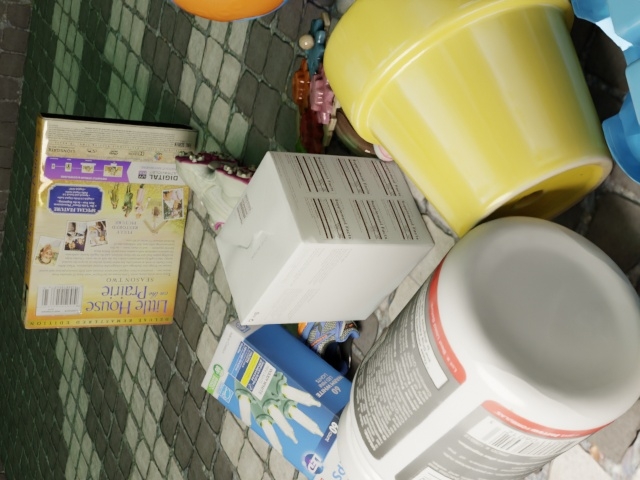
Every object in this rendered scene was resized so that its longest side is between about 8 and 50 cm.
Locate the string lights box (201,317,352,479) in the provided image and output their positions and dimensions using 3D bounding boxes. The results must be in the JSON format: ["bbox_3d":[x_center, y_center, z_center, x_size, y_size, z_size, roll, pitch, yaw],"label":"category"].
[{"bbox_3d":[-0.036,0.228,1.257,0.259,0.076,0.133,37,125,18],"label":"string lights box"}]

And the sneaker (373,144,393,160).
[{"bbox_3d":[0.096,-0.179,1.174,0.070,0.051,0.134,-26,71,53],"label":"sneaker"}]

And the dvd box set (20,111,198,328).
[{"bbox_3d":[-0.419,-0.032,1.755,0.062,0.307,0.421,34,119,56],"label":"dvd box set"}]

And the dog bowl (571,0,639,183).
[{"bbox_3d":[0.324,-0.186,0.787,0.166,0.074,0.297,-30,65,54],"label":"dog bowl"}]

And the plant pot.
[{"bbox_3d":[0.163,-0.135,0.894,0.254,0.254,0.239,-47,61,47],"label":"plant pot"}]

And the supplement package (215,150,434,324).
[{"bbox_3d":[0.000,0.000,1.182,0.194,0.203,0.149,-52,48,44],"label":"supplement package"}]

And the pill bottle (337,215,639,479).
[{"bbox_3d":[0.152,0.153,0.916,0.363,0.210,0.210,121,137,-53],"label":"pill bottle"}]

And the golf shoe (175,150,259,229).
[{"bbox_3d":[-0.179,-0.080,1.557,0.306,0.115,0.140,28,117,56],"label":"golf shoe"}]

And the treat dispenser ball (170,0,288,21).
[{"bbox_3d":[-0.139,-0.473,1.320,0.288,0.288,0.288,0,90,58],"label":"treat dispenser ball"}]

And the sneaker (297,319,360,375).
[{"bbox_3d":[-0.003,0.188,1.308,0.087,0.083,0.221,43,129,40],"label":"sneaker"}]

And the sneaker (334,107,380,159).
[{"bbox_3d":[0.051,-0.198,1.228,0.071,0.066,0.188,-53,48,44],"label":"sneaker"}]

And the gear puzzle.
[{"bbox_3d":[-0.030,-0.167,1.312,0.339,0.044,0.175,109,156,-55],"label":"gear puzzle"}]
